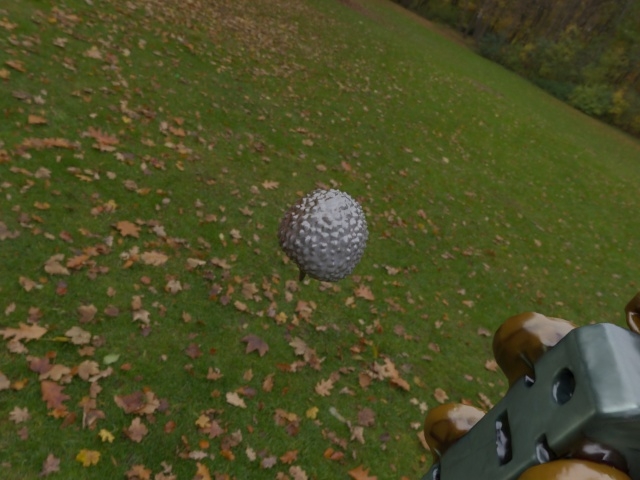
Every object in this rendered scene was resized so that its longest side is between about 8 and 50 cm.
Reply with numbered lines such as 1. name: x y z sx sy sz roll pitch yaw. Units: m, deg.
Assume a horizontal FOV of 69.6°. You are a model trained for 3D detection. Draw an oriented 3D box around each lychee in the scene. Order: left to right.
1. lychee: 0.000 0.000 0.826 0.165 0.197 0.165 34 20 -14

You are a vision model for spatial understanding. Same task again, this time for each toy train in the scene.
1. toy train: 0.212 0.218 0.382 0.231 0.369 0.163 20 38 -2
